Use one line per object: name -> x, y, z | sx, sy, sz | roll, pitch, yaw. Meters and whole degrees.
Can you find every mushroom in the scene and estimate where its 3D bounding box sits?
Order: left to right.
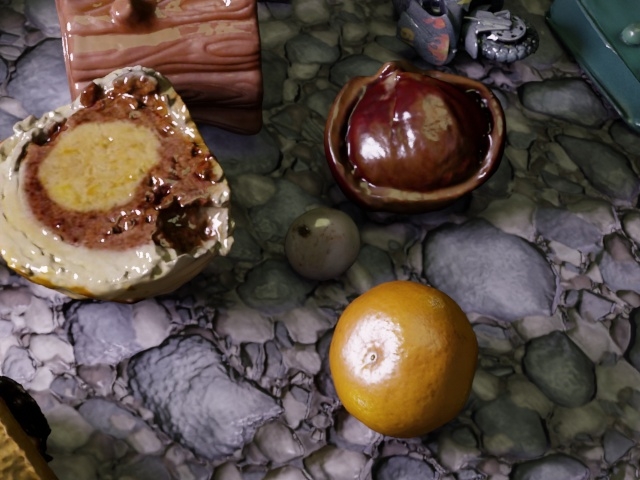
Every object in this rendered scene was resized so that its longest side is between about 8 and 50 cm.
mushroom -> 0.000, 0.000, 1.393 | 0.085, 0.085, 0.079 | -5, 20, -12

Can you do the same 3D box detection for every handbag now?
handbag -> 0.466, -0.283, 1.644 | 0.274, 0.100, 0.268 | -15, 56, -18

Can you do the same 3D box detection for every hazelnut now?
hazelnut -> 0.103, -0.111, 1.428 | 0.202, 0.160, 0.170 | -10, 57, -22

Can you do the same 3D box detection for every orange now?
orange -> 0.087, 0.120, 1.268 | 0.136, 0.159, 0.159 | 13, 37, -53

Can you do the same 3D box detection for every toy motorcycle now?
toy motorcycle -> 0.156, -0.331, 1.635 | 0.173, 0.108, 0.307 | -18, 55, -13

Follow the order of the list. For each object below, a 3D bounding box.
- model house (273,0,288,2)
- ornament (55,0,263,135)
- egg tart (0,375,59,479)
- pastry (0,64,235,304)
model house -> -0.161, -0.459, 1.618 | 0.360, 0.339, 0.297 | 3, 7, -22
ornament -> -0.188, -0.227, 1.450 | 0.218, 0.221, 0.235 | -9, 82, -10
egg tart -> -0.329, 0.190, 1.121 | 0.171, 0.215, 0.215 | -34, 64, -16
pastry -> -0.217, -0.033, 1.330 | 0.237, 0.170, 0.256 | -29, 65, -3
